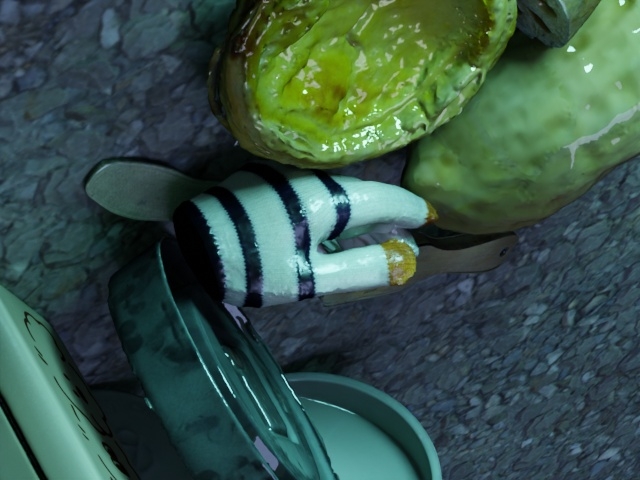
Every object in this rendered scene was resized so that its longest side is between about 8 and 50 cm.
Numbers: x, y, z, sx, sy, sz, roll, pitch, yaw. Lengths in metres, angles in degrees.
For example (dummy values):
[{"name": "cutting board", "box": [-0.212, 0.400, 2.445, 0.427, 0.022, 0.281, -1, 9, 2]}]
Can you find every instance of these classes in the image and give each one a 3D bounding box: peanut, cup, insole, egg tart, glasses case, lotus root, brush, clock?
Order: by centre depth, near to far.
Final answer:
[{"name": "egg tart", "box": [0.029, -0.168, 1.518, 0.279, 0.095, 0.279, -19, 143, -15]}, {"name": "glasses case", "box": [-0.210, 0.184, 1.529, 0.076, 0.336, 0.144, -37, 149, 3]}, {"name": "lotus root", "box": [0.189, -0.228, 1.561, 0.081, 0.112, 0.122, -35, 148, -11]}, {"name": "insole", "box": [-0.130, -0.039, 1.616, 0.192, 0.010, 0.063, 10, 127, -48]}, {"name": "clock", "box": [-0.079, 0.139, 1.626, 0.061, 0.312, 0.312, -32, 149, 6]}, {"name": "peanut", "box": [0.238, -0.139, 1.682, 0.387, 0.169, 0.192, -32, 178, 5]}, {"name": "brush", "box": [0.089, 0.007, 1.848, 0.327, 0.065, 0.070, -7, 134, -52]}, {"name": "cup", "box": [-0.019, 0.356, 1.938, 0.259, 0.356, 0.274, 6, 145, 1]}]

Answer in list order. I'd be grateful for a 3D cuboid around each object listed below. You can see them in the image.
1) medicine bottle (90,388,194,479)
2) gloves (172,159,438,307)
[{"name": "medicine bottle", "box": [-0.224, 0.323, 1.805, 0.190, 0.190, 0.332, -9, 130, -36]}, {"name": "gloves", "box": [-0.005, -0.014, 1.619, 0.219, 0.140, 0.131, -20, 101, -18]}]
